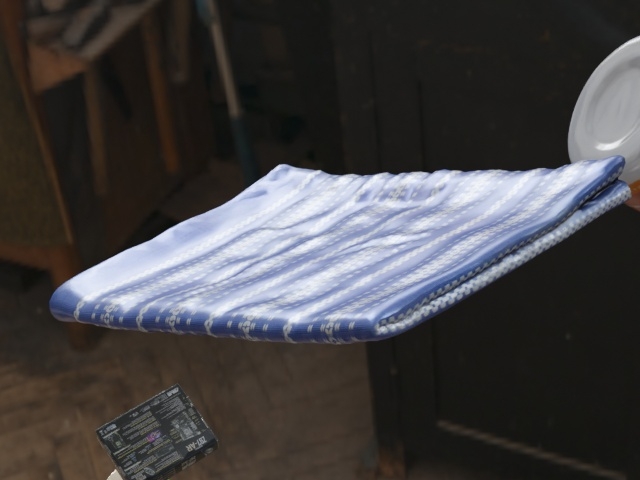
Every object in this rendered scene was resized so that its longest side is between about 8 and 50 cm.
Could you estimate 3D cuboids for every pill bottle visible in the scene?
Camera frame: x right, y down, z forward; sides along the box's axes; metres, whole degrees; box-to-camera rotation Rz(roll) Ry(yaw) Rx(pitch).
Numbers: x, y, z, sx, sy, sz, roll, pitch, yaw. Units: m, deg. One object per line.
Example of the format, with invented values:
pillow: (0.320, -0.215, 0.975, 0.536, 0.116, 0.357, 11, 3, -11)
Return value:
pill bottle: (0.297, -0.054, 1.073, 0.216, 0.121, 0.121, 26, 30, -26)

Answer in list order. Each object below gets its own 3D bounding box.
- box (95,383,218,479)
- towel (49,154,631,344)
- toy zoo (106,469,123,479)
box: (-0.139, 0.169, 1.246, 0.083, 0.018, 0.067, -30, 62, -19)
towel: (0.000, 0.000, 0.948, 0.243, 0.040, 0.336, -28, 18, -37)
toy zoo: (-0.218, 0.348, 1.467, 0.030, 0.293, 0.192, 22, 35, 13)
